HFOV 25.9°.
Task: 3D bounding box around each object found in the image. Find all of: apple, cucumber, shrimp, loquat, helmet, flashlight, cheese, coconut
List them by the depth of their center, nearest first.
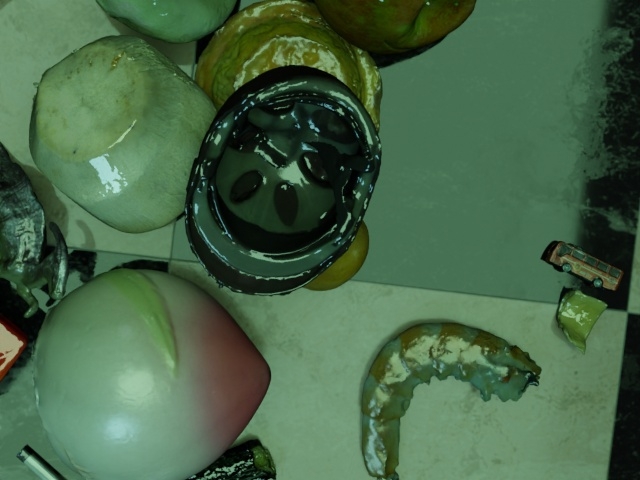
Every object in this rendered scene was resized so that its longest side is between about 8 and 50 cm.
[{"bbox_3d":[-0.054,-0.093,1.804,0.225,0.177,0.305,26,111,-15],"label":"helmet"},{"bbox_3d":[-0.259,-0.141,1.870,0.245,0.247,0.245,-6,69,16],"label":"coconut"},{"bbox_3d":[0.094,-0.382,1.878,0.246,0.246,0.226,-35,71,-2],"label":"apple"},{"bbox_3d":[0.000,0.000,1.930,0.141,0.141,0.141,0,91,-3],"label":"loquat"},{"bbox_3d":[-0.185,0.344,1.962,0.245,0.067,0.067,-18,92,-5],"label":"cucumber"},{"bbox_3d":[-0.394,0.326,1.972,0.083,0.018,0.018,43,89,-4],"label":"flashlight"},{"bbox_3d":[0.154,0.217,1.979,0.287,0.068,0.185,-42,91,0],"label":"shrimp"},{"bbox_3d":[0.368,0.118,2.003,0.060,0.041,0.084,24,74,-11],"label":"cheese"}]

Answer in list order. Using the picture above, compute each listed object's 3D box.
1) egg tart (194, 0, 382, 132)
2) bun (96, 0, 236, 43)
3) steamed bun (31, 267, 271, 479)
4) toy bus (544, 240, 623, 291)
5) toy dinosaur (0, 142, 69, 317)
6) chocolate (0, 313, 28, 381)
[{"bbox_3d":[-0.043,-0.196,1.938,0.288,0.118,0.288,-1,94,-7],"label":"egg tart"},{"bbox_3d":[-0.243,-0.386,1.871,0.179,0.283,0.283,-26,93,31],"label":"bun"},{"bbox_3d":[-0.204,0.179,1.833,0.309,0.309,0.309,0,91,-3],"label":"steamed bun"},{"bbox_3d":[0.380,0.037,2.006,0.110,0.031,0.043,26,87,-5],"label":"toy bus"},{"bbox_3d":[-0.418,-0.008,1.893,0.294,0.077,0.162,49,116,26],"label":"toy dinosaur"},{"bbox_3d":[-0.622,0.157,1.884,0.360,0.161,0.341,39,89,-4],"label":"chocolate"}]
